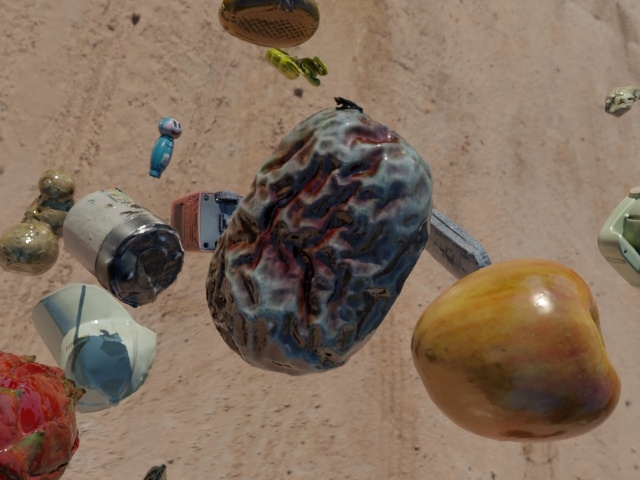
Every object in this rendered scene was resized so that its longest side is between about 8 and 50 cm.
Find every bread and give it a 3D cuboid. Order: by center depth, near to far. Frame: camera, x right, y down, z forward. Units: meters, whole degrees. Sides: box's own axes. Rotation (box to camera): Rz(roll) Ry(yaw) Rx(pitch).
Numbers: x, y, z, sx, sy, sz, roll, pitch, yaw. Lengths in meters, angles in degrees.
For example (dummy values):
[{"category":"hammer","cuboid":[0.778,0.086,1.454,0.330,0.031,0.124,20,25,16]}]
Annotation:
[{"category":"bread","cuboid":[-0.084,-0.371,0.961,0.189,0.114,0.078,-2,63,-38]}]

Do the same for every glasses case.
[{"category":"glasses case","cuboid":[0.288,0.012,1.324,0.067,0.282,0.109,-24,125,-14]}]

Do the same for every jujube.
[{"category":"jujube","cuboid":[0.000,0.000,0.707,0.226,0.226,0.317,23,98,-18]}]

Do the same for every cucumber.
[{"category":"cucumber","cuboid":[-0.350,0.533,1.209,0.062,0.115,0.117,2,103,5]}]

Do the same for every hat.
[{"category":"hat","cuboid":[-0.567,0.254,1.440,0.257,0.168,0.302,-33,107,-3]}]

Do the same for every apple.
[{"category":"apple","cuboid":[0.256,0.152,0.800,0.242,0.240,0.242,41,38,-44]}]

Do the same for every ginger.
[{"category":"ginger","cuboid":[-0.758,-0.042,1.621,0.155,0.244,0.304,20,68,-6]}]

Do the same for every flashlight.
[{"category":"flashlight","cuboid":[-0.324,-0.191,1.226,0.051,0.051,0.129,19,87,-20]}]

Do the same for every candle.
[{"category":"candle","cuboid":[-0.442,-0.009,1.266,0.330,0.188,0.187,30,49,34]}]

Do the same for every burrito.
[{"category":"burrito","cuboid":[0.538,-0.253,1.063,0.055,0.041,0.149,26,34,22]}]

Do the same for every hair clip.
[{"category":"hair clip","cuboid":[-0.052,-0.336,1.150,0.046,0.173,0.072,-55,134,-2]}]

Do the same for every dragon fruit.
[{"category":"dragon fruit","cuboid":[-0.474,0.277,0.857,0.244,0.244,0.299,43,17,-7]}]

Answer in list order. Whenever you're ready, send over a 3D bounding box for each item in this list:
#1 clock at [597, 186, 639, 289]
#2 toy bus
[{"category":"clock","cuboid":[0.566,-0.020,1.002,0.151,0.062,0.191,39,82,-17]},{"category":"toy bus","cuboid":[-0.271,-0.043,1.971,0.426,0.233,0.203,4,84,-46]}]
